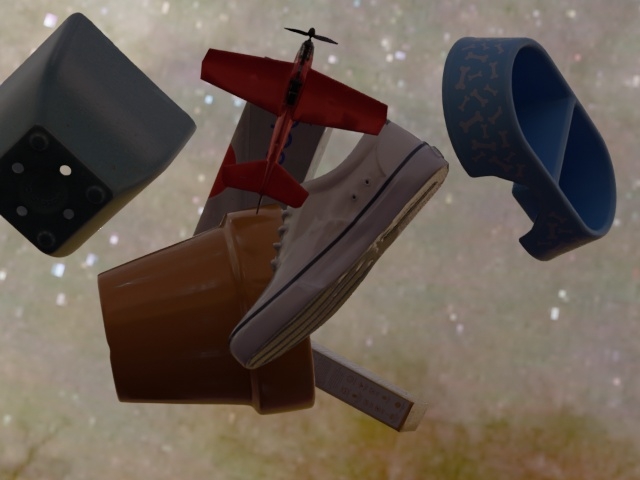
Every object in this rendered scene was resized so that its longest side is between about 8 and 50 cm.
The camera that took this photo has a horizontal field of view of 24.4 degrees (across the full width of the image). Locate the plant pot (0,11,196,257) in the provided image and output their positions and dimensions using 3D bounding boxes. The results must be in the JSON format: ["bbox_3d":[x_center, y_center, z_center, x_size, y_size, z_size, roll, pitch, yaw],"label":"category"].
[{"bbox_3d":[-0.359,-0.119,2.076,0.248,0.252,0.247,-39,-72,22],"label":"plant pot"}]

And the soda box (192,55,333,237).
[{"bbox_3d":[-0.068,-0.055,1.670,0.098,0.286,0.091,22,-1,5],"label":"soda box"}]

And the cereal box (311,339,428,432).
[{"bbox_3d":[0.016,0.170,1.891,0.240,0.047,0.173,27,-1,13],"label":"cereal box"}]

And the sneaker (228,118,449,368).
[{"bbox_3d":[0.000,0.000,1.311,0.091,0.258,0.094,40,-11,17],"label":"sneaker"}]

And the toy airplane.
[{"bbox_3d":[-0.030,-0.091,1.130,0.151,0.151,0.028,13,9,-1],"label":"toy airplane"}]

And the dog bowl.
[{"bbox_3d":[0.236,-0.103,1.616,0.074,0.166,0.297,-10,-43,35],"label":"dog bowl"}]

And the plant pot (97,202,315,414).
[{"bbox_3d":[-0.116,0.079,1.451,0.187,0.205,0.205,-10,-21,-7],"label":"plant pot"}]
